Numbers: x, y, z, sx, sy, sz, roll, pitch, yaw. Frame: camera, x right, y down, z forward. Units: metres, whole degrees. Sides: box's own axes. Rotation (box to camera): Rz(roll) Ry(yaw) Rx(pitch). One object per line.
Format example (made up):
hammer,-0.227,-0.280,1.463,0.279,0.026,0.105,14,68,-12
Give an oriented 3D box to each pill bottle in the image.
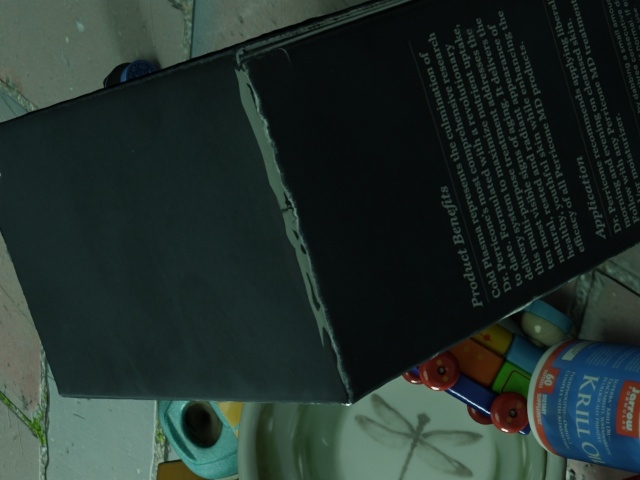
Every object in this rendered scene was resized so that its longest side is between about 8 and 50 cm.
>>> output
pill bottle,0.320,0.165,1.395,0.221,0.124,0.124,3,110,50

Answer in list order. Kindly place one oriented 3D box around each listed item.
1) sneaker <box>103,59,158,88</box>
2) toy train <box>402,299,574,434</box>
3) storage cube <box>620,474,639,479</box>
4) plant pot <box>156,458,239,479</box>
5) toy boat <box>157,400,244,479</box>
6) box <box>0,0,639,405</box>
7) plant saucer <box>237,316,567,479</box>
sneaker,-0.239,-0.129,1.972,0.090,0.081,0.232,-8,95,55
toy train,0.133,0.085,1.489,0.248,0.143,0.105,31,173,-8
storage cube,0.309,0.348,1.400,0.215,0.184,0.193,166,90,-70
plant pot,-0.159,0.404,2.064,0.205,0.205,0.188,-15,82,53
toy boat,-0.083,0.269,1.902,0.318,0.148,0.267,53,126,11
box,0.008,-0.067,1.370,0.480,0.472,0.297,-7,103,53
plant saucer,0.099,0.240,1.642,0.400,0.100,0.400,-5,79,27
